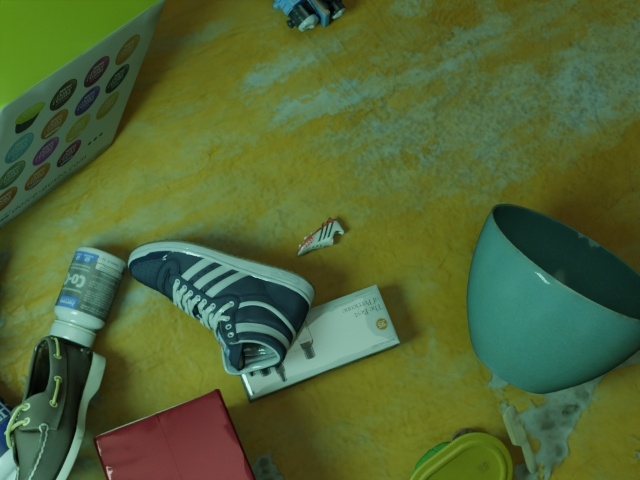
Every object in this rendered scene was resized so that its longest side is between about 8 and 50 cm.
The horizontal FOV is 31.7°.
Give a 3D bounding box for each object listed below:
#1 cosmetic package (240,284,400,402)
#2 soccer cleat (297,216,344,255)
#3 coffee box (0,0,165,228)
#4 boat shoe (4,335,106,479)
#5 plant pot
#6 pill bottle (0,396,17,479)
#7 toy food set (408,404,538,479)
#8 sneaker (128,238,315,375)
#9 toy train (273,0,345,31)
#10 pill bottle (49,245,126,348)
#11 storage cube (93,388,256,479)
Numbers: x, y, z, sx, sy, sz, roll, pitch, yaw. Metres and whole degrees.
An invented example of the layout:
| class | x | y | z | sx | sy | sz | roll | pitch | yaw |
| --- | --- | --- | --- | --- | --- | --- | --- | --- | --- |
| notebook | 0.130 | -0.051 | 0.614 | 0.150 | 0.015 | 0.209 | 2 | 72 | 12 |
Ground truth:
| class | x | y | z | sx | sy | sz | roll | pitch | yaw |
| --- | --- | --- | --- | --- | --- | --- | --- | --- | --- |
| cosmetic package | -0.011 | 0.154 | 1.680 | 0.239 | 0.060 | 0.099 | -20 | 81 | -10 |
| soccer cleat | 0.000 | 0.000 | 1.733 | 0.083 | 0.029 | 0.035 | -41 | 80 | -18 |
| coffee box | -0.474 | -0.250 | 1.523 | 0.338 | 0.334 | 0.337 | 39 | 48 | 4 |
| boat shoe | -0.368 | 0.246 | 1.505 | 0.096 | 0.324 | 0.116 | 31 | 118 | -16 |
| plant pot | 0.328 | 0.107 | 1.644 | 0.290 | 0.290 | 0.195 | 29 | 111 | 1 |
| pill bottle | -0.456 | 0.287 | 1.572 | 0.186 | 0.112 | 0.112 | 42 | 76 | 4 |
| toy food set | 0.209 | 0.340 | 1.665 | 0.218 | 0.071 | 0.128 | -33 | 107 | -11 |
| sneaker | -0.161 | 0.097 | 1.617 | 0.282 | 0.099 | 0.153 | 12 | 53 | 9 |
| toy train | -0.043 | -0.415 | 1.802 | 0.105 | 0.080 | 0.184 | -38 | 86 | -4 |
| pill bottle | -0.342 | 0.084 | 1.649 | 0.078 | 0.078 | 0.137 | 18 | 75 | -2 |
| storage cube | -0.185 | 0.336 | 1.544 | 0.183 | 0.215 | 0.193 | -21 | 74 | -10 |
